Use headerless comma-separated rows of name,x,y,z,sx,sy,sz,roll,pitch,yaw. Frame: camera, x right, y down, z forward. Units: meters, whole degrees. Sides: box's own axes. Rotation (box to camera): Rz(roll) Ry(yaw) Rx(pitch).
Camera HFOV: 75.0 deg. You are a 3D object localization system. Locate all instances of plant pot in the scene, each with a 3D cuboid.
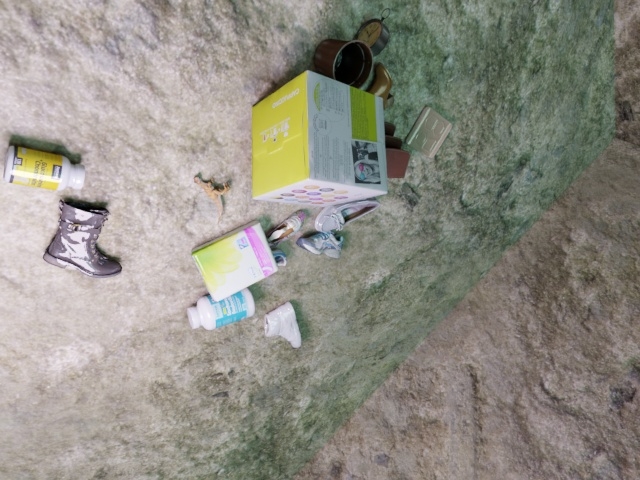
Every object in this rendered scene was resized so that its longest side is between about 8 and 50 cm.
plant pot,0.070,-0.625,1.463,0.167,0.165,0.166,-20,130,-25

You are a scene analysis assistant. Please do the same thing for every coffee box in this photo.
coffee box,-0.013,-0.313,1.416,0.335,0.338,0.337,3,83,-38

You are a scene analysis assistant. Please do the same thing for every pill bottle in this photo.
pill bottle,-0.426,0.293,1.786,0.264,0.146,0.146,-16,129,-29
pill bottle,-0.779,-0.198,1.183,0.184,0.103,0.103,8,116,-40

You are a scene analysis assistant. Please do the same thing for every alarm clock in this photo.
alarm clock,0.195,-0.739,1.497,0.064,0.129,0.191,16,111,-43

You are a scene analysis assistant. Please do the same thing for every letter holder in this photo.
letter holder,0.231,-0.389,1.774,0.302,0.152,0.214,-6,123,-34

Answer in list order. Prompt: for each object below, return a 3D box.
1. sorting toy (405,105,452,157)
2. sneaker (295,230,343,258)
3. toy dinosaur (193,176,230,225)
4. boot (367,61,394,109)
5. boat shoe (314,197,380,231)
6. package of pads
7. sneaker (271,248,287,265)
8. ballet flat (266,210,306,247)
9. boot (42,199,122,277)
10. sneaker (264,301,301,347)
sorting toy,0.513,-0.512,1.982,0.209,0.038,0.192,17,110,-39
sneaker,0.000,0.000,1.941,0.283,0.110,0.122,12,101,-49
toy dinosaur,-0.388,-0.169,1.546,0.113,0.064,0.211,-26,127,5
boot,0.213,-0.591,1.667,0.153,0.073,0.197,-32,133,-8
boat shoe,0.121,-0.127,1.918,0.321,0.103,0.118,-26,133,-19
package of pads,-0.340,0.084,1.680,0.297,0.101,0.228,-26,110,-18
sneaker,-0.253,0.085,1.808,0.238,0.086,0.085,-7,126,-32
ballet flat,-0.149,-0.047,1.785,0.222,0.076,0.079,-38,178,-4
boot,-0.744,-0.003,1.364,0.263,0.091,0.228,21,107,-42
sneaker,-0.201,0.456,2.119,0.169,0.108,0.292,-24,123,-19
